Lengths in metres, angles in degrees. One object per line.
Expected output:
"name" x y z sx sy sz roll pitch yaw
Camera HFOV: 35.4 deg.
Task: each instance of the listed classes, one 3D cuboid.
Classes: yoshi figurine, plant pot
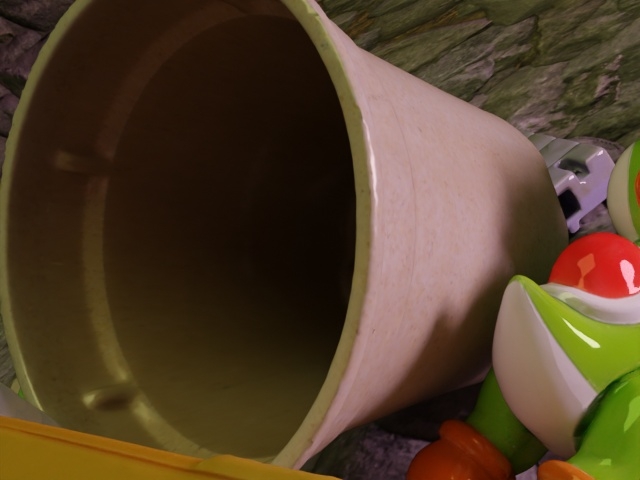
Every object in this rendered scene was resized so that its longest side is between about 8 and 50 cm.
"yoshi figurine" 0.225 0.061 0.637 0.362 0.203 0.203 -54 -13 -13
"plant pot" 0.000 0.000 0.688 0.333 0.334 0.305 -12 -10 40

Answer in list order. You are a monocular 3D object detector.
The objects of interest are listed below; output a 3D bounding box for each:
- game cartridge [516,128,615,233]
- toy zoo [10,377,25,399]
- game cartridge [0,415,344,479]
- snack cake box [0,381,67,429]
"game cartridge" 0.089 0.016 0.974 0.355 0.068 0.230 -38 20 -10
"toy zoo" -0.170 0.101 0.959 0.293 0.030 0.192 -30 14 -3
"game cartridge" -0.005 0.181 0.430 0.323 0.285 0.053 -1 46 37
"snack cake box" -0.223 0.211 0.512 0.152 0.089 0.264 -29 38 17
